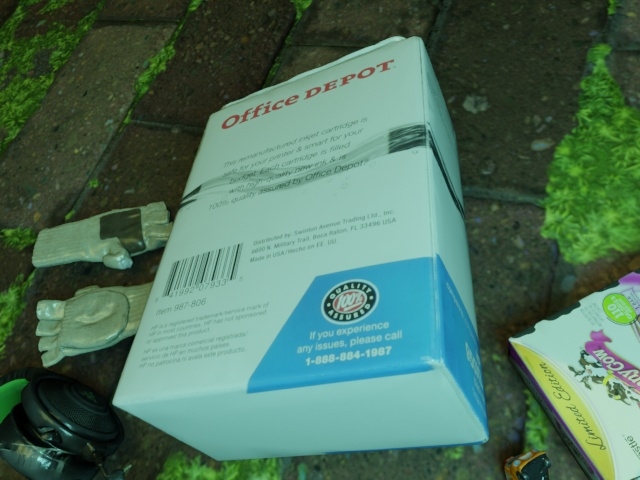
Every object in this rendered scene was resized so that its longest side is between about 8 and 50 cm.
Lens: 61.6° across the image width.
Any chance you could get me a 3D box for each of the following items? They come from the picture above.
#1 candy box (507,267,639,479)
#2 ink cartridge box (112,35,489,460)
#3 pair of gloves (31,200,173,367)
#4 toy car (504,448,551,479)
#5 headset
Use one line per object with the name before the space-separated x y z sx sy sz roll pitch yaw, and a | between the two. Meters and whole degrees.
candy box | 0.323 0.113 0.510 0.233 0.071 0.159 -30 58 2
ink cartridge box | 0.000 0.000 0.564 0.286 0.166 0.394 -13 48 23
pair of gloves | -0.297 0.048 0.756 0.204 0.042 0.240 -17 52 -6
toy car | 0.165 0.245 0.504 0.122 0.060 0.040 -38 25 -12
headset | -0.325 0.262 0.583 0.394 0.185 0.243 -2 61 31
